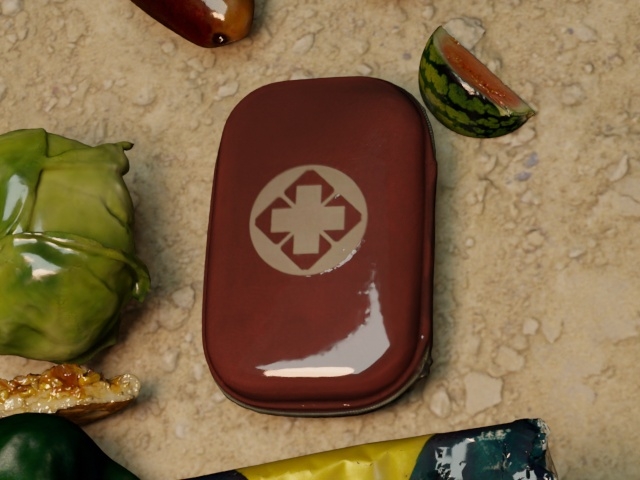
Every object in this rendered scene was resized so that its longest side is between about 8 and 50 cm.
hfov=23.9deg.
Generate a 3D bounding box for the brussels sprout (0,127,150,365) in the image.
[{"bbox_3d":[-0.313,0.007,1.696,0.294,0.227,0.260,-13,63,38],"label":"brussels sprout"}]

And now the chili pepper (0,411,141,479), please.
[{"bbox_3d":[-0.296,0.312,1.545,0.233,0.257,0.248,-38,103,18],"label":"chili pepper"}]

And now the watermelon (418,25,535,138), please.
[{"bbox_3d":[0.160,-0.181,1.739,0.087,0.069,0.163,-43,67,-4],"label":"watermelon"}]

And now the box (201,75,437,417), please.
[{"bbox_3d":[0.000,0.000,1.685,0.263,0.108,0.404,-3,67,13],"label":"box"}]

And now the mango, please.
[{"bbox_3d":[-0.175,-0.333,1.864,0.267,0.111,0.133,40,98,23],"label":"mango"}]

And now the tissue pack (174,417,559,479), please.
[{"bbox_3d":[0.049,0.346,1.438,0.416,0.264,0.253,-11,59,10],"label":"tissue pack"}]

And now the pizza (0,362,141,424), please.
[{"bbox_3d":[-0.314,0.178,1.685,0.246,0.127,0.058,-16,72,22],"label":"pizza"}]
